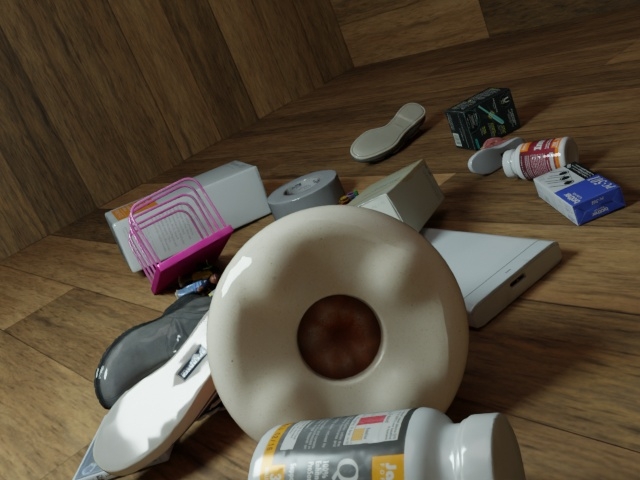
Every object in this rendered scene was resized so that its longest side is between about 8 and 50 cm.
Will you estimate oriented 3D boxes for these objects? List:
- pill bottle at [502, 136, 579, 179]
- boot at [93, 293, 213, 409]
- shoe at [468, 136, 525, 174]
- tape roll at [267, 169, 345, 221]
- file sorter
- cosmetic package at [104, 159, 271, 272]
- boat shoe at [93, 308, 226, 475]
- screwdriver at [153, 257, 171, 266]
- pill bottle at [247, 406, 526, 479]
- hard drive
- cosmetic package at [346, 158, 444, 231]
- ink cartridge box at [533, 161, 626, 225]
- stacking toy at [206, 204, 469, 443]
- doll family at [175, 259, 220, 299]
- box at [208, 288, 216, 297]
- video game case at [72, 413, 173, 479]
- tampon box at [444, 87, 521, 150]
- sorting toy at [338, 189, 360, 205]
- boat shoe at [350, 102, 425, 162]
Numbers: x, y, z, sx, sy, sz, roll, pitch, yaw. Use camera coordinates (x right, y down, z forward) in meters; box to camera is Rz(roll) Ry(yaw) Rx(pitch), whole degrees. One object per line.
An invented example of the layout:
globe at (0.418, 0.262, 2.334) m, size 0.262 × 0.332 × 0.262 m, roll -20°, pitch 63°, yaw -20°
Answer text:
pill bottle at (0.490, -0.180, 1.616) m, size 0.152 × 0.086 × 0.086 m, roll -4°, pitch 27°, yaw 43°
boot at (-0.264, 0.207, 1.417) m, size 0.222 × 0.118 × 0.338 m, roll 0°, pitch 34°, yaw 38°
shoe at (0.426, -0.214, 1.818) m, size 0.178 × 0.063 × 0.081 m, roll -25°, pitch 18°, yaw -22°
tape roll at (-0.042, -0.126, 2.086) m, size 0.219 × 0.072 × 0.219 m, roll -21°, pitch 19°, yaw 8°
file sorter at (-0.372, -0.013, 1.838) m, size 0.202 × 0.182 × 0.290 m, roll -31°, pitch -5°, yaw -21°
cosmetic package at (-0.403, -0.083, 2.198) m, size 0.453 × 0.162 × 0.230 m, roll -24°, pitch 19°, yaw -17°
boat shoe at (-0.205, 0.262, 1.193) m, size 0.340 × 0.158 × 0.127 m, roll -45°, pitch 54°, yaw -14°
screwdriver at (-0.430, 0.037, 2.163) m, size 0.170 × 0.025 × 0.024 m, roll -28°, pitch 20°, yaw -10°
pill bottle at (0.073, 0.271, 0.795) m, size 0.278 × 0.162 × 0.162 m, roll -14°, pitch 21°, yaw 26°
hard drive at (0.232, 0.056, 1.347) m, size 0.233 × 0.047 × 0.353 m, roll -33°, pitch 21°, yaw -27°
cosmetic package at (0.147, -0.064, 1.562) m, size 0.160 × 0.113 × 0.309 m, roll -26°, pitch 7°, yaw 27°
ink cartridge box at (0.510, -0.097, 1.439) m, size 0.097 × 0.046 × 0.207 m, roll -23°, pitch 20°, yaw 4°
stacking toy at (0.010, 0.132, 1.150) m, size 0.350 × 0.351 × 0.480 m, roll -25°, pitch 1°, yaw -5°
doll family at (-0.292, 0.103, 1.776) m, size 0.111 × 0.076 × 0.193 m, roll -19°, pitch 24°, yaw 0°
box at (-0.163, 0.126, 1.582) m, size 0.169 × 0.059 × 0.054 m, roll -5°, pitch 25°, yaw 41°
video game case at (-0.325, 0.341, 1.260) m, size 0.173 × 0.022 × 0.190 m, roll -20°, pitch 20°, yaw 9°
tampon box at (0.454, -0.341, 2.023) m, size 0.161 × 0.120 × 0.101 m, roll -28°, pitch 21°, yaw -14°
sorting toy at (0.081, -0.114, 1.963) m, size 0.061 × 0.042 × 0.102 m, roll -13°, pitch 21°, yaw 26°
boat shoe at (0.221, -0.320, 2.305) m, size 0.112 × 0.095 × 0.335 m, roll 35°, pitch 57°, yaw 25°
